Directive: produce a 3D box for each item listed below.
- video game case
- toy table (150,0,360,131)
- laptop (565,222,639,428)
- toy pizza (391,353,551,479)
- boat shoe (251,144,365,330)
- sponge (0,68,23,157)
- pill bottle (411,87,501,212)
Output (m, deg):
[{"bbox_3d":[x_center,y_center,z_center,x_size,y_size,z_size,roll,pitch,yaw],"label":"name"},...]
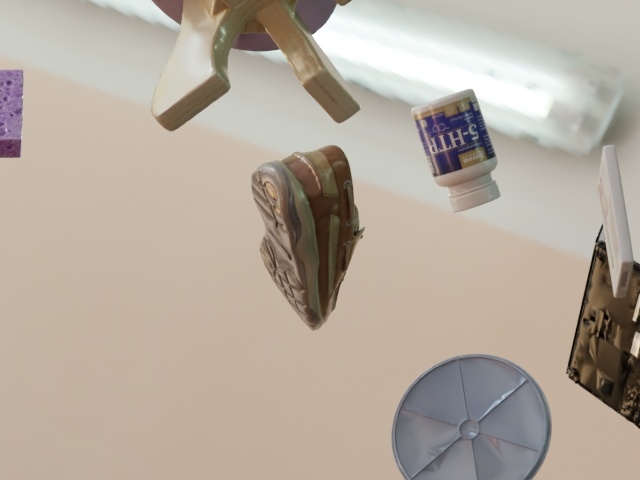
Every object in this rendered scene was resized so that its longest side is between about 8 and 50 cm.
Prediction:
[{"bbox_3d":[0.372,-0.022,2.128,0.019,0.157,0.143,-7,-20,4],"label":"video game case"},{"bbox_3d":[-0.063,-0.222,1.459,0.274,0.252,0.161,28,27,-42],"label":"toy table"},{"bbox_3d":[0.450,0.104,2.455,0.136,0.234,0.264,-13,34,-34],"label":"laptop"},{"bbox_3d":[0.186,0.236,2.061,0.201,0.201,0.032,21,-16,27],"label":"toy pizza"},{"bbox_3d":[0.000,0.000,2.001,0.123,0.116,0.324,53,-16,24],"label":"boat shoe"},{"bbox_3d":[-0.417,-0.135,1.761,0.210,0.117,0.031,1,-45,-8],"label":"sponge"},{"bbox_3d":[0.229,-0.147,2.771,0.187,0.112,0.112,70,-18,-4],"label":"pill bottle"}]
